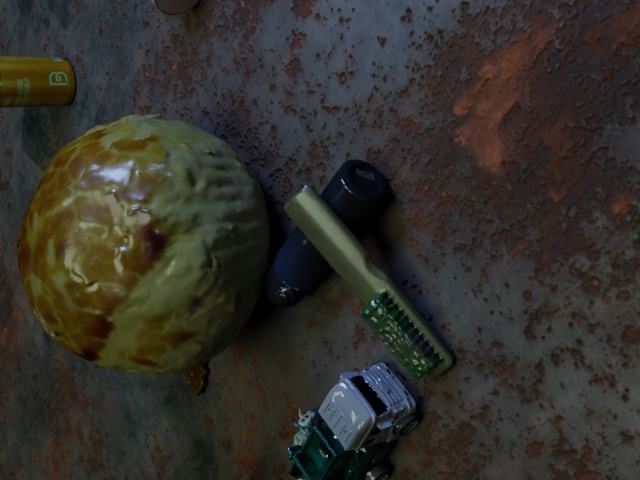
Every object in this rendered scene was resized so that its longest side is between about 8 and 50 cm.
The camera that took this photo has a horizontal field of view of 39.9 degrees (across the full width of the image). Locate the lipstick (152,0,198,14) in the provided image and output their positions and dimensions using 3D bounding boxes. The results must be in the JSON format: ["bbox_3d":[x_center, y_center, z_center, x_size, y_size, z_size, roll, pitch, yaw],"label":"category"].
[{"bbox_3d":[-0.298,-0.487,1.401,0.327,0.087,0.087,52,132,28],"label":"lipstick"}]

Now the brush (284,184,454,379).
[{"bbox_3d":[0.052,0.055,1.077,0.282,0.048,0.054,51,128,6],"label":"brush"}]

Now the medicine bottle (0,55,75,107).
[{"bbox_3d":[-0.570,-0.299,1.664,0.096,0.192,0.096,11,105,46],"label":"medicine bottle"}]

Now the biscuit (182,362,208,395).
[{"bbox_3d":[-0.211,0.217,1.489,0.082,0.016,0.092,-10,90,44],"label":"biscuit"}]

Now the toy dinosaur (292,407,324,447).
[{"bbox_3d":[-0.020,0.278,1.260,0.030,0.047,0.083,22,112,43],"label":"toy dinosaur"}]

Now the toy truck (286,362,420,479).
[{"bbox_3d":[0.031,0.265,1.147,0.110,0.116,0.216,50,130,31],"label":"toy truck"}]

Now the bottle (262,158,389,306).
[{"bbox_3d":[0.000,0.000,1.163,0.244,0.072,0.082,-52,19,41],"label":"bottle"}]

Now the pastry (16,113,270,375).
[{"bbox_3d":[-0.265,0.007,1.281,0.388,0.313,0.388,12,106,50],"label":"pastry"}]
